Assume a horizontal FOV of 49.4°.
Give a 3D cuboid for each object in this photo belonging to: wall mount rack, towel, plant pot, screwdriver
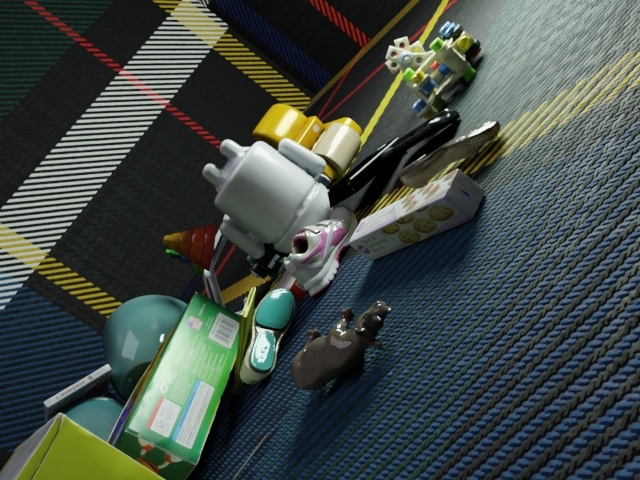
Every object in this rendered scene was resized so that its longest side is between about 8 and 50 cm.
[{"bbox_3d":[-0.254,0.078,1.881,0.131,0.304,0.350,-15,7,-12],"label":"wall mount rack"},{"bbox_3d":[-0.169,0.222,1.526,0.102,0.021,0.237,-79,-1,-55],"label":"towel"},{"bbox_3d":[-0.475,0.340,1.984,0.293,0.293,0.235,-50,28,15],"label":"plant pot"},{"bbox_3d":[-0.564,0.575,1.756,0.271,0.272,0.255,-54,28,-3],"label":"plant pot"},{"bbox_3d":[-0.142,0.410,1.217,0.170,0.024,0.025,-48,42,-7],"label":"screwdriver"}]

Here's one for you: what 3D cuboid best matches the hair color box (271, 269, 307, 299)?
[{"bbox_3d":[-0.063,0.104,1.669,0.072,0.043,0.141,-57,15,-16],"label":"hair color box"}]

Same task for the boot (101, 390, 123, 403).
[{"bbox_3d":[-0.609,0.575,1.973,0.262,0.203,0.095,-51,12,1],"label":"boot"}]

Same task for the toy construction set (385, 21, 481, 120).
[{"bbox_3d":[0.274,-0.424,1.682,0.215,0.151,0.327,-49,24,17],"label":"toy construction set"}]

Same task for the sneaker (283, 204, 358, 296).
[{"bbox_3d":[0.000,0.000,1.567,0.103,0.111,0.252,-39,19,46],"label":"sneaker"}]

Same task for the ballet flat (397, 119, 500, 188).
[{"bbox_3d":[0.239,-0.150,1.283,0.084,0.058,0.250,-36,5,-40],"label":"ballet flat"}]

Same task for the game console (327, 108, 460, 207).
[{"bbox_3d":[0.161,-0.191,1.565,0.213,0.044,0.361,-43,8,-35],"label":"game console"}]

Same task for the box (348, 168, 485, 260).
[{"bbox_3d":[0.158,-0.036,1.221,0.063,0.067,0.324,-59,15,-25],"label":"box"}]

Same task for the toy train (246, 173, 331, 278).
[{"bbox_3d":[-0.082,-0.037,1.930,0.334,0.142,0.190,-56,1,-4],"label":"toy train"}]

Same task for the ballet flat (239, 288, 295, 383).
[{"bbox_3d":[-0.119,0.212,1.525,0.086,0.086,0.248,-42,18,40],"label":"ballet flat"}]

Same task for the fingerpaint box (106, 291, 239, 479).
[{"bbox_3d":[-0.357,0.395,1.570,0.371,0.163,0.444,-54,11,32],"label":"fingerpaint box"}]

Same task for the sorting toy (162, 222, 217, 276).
[{"bbox_3d":[-0.355,0.022,1.822,0.365,0.126,0.127,158,121,-73],"label":"sorting toy"}]

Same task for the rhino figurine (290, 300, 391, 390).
[{"bbox_3d":[0.036,0.166,1.104,0.243,0.073,0.106,-40,15,40],"label":"rhino figurine"}]

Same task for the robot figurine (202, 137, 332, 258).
[{"bbox_3d":[-0.116,-0.105,1.710,0.300,0.353,0.200,-53,6,5],"label":"robot figurine"}]

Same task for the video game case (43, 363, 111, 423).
[{"bbox_3d":[-0.651,0.419,1.868,0.183,0.023,0.201,-31,-15,-31],"label":"video game case"}]

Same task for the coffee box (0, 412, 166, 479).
[{"bbox_3d":[-0.398,0.527,1.079,0.334,0.338,0.338,-37,20,48],"label":"coffee box"}]

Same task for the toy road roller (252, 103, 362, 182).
[{"bbox_3d":[-0.059,-0.307,2.161,0.330,0.240,0.202,-3,50,53],"label":"toy road roller"}]
